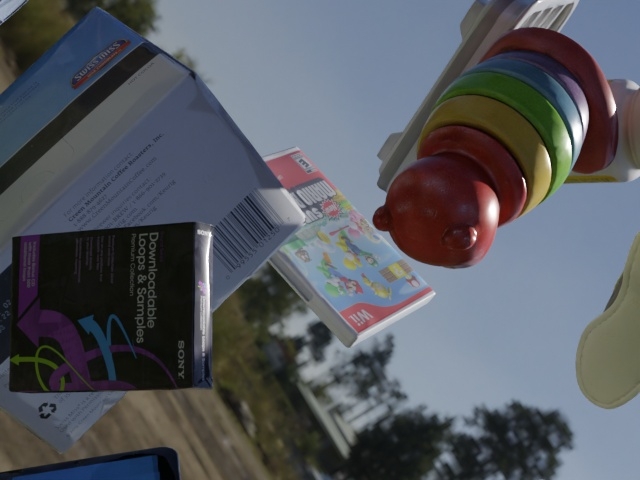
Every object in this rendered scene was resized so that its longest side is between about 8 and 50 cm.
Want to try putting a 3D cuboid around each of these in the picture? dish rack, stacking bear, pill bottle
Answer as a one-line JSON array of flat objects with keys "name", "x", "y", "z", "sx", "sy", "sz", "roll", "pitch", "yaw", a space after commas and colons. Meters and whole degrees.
[{"name": "dish rack", "x": 0.196, "y": -0.200, "z": 1.629, "sx": 0.072, "sy": 0.333, "sz": 0.285, "roll": 38, "pitch": 26, "yaw": 12}, {"name": "stacking bear", "x": 0.165, "y": -0.078, "z": 1.247, "sx": 0.175, "sy": 0.289, "sz": 0.164, "roll": 20, "pitch": -44, "yaw": 25}, {"name": "pill bottle", "x": 0.308, "y": -0.124, "z": 1.431, "sx": 0.208, "sy": 0.119, "sz": 0.119, "roll": 1, "pitch": -48, "yaw": 38}]

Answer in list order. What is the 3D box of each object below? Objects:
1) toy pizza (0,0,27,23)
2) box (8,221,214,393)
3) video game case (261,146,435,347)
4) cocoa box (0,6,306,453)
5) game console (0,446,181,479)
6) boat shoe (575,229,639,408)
[{"name": "toy pizza", "x": -0.387, "y": -0.270, "z": 1.416, "sx": 0.032, "sy": 0.201, "sz": 0.201, "roll": 51, "pitch": -4, "yaw": -6}, {"name": "box", "x": -0.150, "y": 0.049, "z": 0.884, "sx": 0.029, "sy": 0.162, "sz": 0.116, "roll": 15, "pitch": 72, "yaw": -63}, {"name": "video game case", "x": 0.000, "y": 0.000, "z": 1.616, "sx": 0.285, "sy": 0.025, "sz": 0.204, "roll": 47, "pitch": 34, "yaw": 14}, {"name": "cocoa box", "x": -0.241, "y": -0.016, "z": 1.244, "sx": 0.228, "sy": 0.347, "sz": 0.231, "roll": 39, "pitch": -10, "yaw": 48}, {"name": "game console", "x": -0.339, "y": 0.340, "z": 1.697, "sx": 0.250, "sy": 0.293, "sz": 0.173, "roll": 92, "pitch": -13, "yaw": -61}, {"name": "boat shoe", "x": 0.421, "y": 0.092, "z": 1.612, "sx": 0.109, "sy": 0.091, "sz": 0.305, "roll": 35, "pitch": -50, "yaw": 25}]
